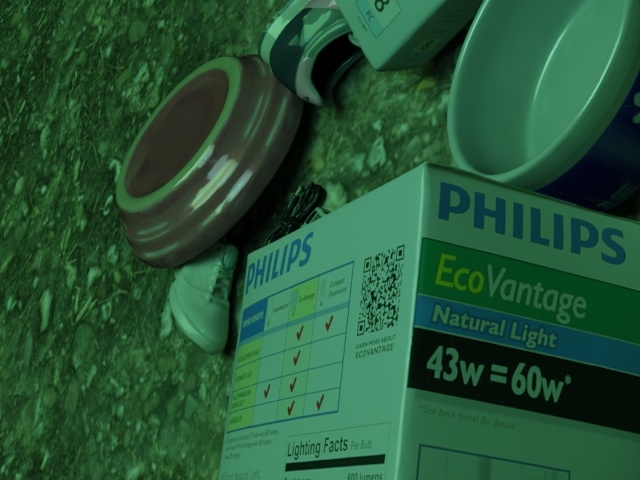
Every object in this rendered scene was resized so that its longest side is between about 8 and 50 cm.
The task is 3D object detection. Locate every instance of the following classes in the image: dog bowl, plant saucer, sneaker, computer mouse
[{"bbox_3d":[0.231,-0.158,1.116,0.265,0.104,0.265,-47,32,43],"label":"dog bowl"},{"bbox_3d":[-0.162,-0.122,1.639,0.332,0.084,0.332,-36,34,28],"label":"plant saucer"},{"bbox_3d":[-0.139,0.047,1.582,0.094,0.080,0.212,-36,42,21],"label":"sneaker"},{"bbox_3d":[0.000,0.000,1.443,0.106,0.042,0.193,-58,29,4],"label":"computer mouse"},{"bbox_3d":[0.065,-0.298,1.498,0.319,0.112,0.131,-49,61,22],"label":"sneaker"}]

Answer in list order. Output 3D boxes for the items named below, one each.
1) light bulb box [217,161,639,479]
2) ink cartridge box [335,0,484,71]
[{"bbox_3d":[0.077,0.171,0.983,0.358,0.225,0.361,154,126,-63],"label":"light bulb box"},{"bbox_3d":[0.119,-0.412,1.292,0.385,0.091,0.308,-44,66,44],"label":"ink cartridge box"}]
